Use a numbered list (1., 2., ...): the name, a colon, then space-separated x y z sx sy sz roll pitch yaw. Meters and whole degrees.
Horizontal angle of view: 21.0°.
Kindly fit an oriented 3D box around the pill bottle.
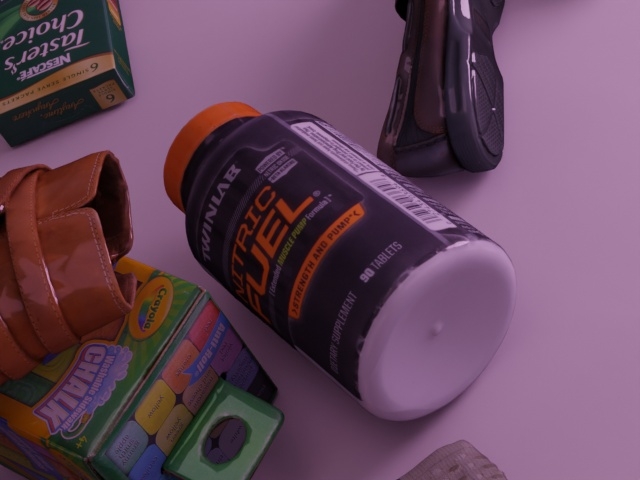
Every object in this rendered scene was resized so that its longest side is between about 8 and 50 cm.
1. pill bottle: 0.000 0.000 1.109 0.130 0.130 0.246 -43 50 -11

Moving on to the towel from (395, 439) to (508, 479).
1. towel: 0.015 0.252 0.884 0.312 0.056 0.324 -37 19 -3

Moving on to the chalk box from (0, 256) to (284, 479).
1. chalk box: -0.125 0.096 1.089 0.213 0.132 0.132 18 65 33

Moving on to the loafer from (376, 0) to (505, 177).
1. loafer: 0.080 -0.162 1.222 0.084 0.096 0.267 -12 53 22

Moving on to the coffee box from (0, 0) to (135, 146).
1. coffee box: -0.215 -0.168 1.385 0.113 0.040 0.184 -20 50 9

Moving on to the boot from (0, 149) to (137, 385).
1. boot: -0.209 0.075 1.005 0.220 0.109 0.283 -14 46 9
